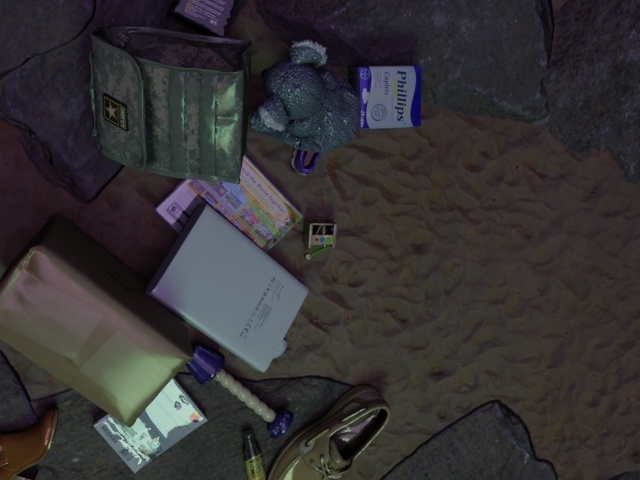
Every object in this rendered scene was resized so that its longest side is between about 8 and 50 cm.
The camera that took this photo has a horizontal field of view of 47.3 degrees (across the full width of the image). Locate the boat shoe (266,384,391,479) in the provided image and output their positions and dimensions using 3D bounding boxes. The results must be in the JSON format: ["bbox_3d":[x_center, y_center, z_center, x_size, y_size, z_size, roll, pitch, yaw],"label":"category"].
[{"bbox_3d":[0.014,0.464,1.613,0.341,0.110,0.121,-47,110,-2],"label":"boat shoe"}]

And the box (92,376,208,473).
[{"bbox_3d":[-0.354,0.374,1.528,0.186,0.038,0.145,-36,109,-5],"label":"box"}]

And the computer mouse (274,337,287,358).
[{"bbox_3d":[-0.138,0.180,1.543,0.106,0.042,0.193,-44,109,-4],"label":"computer mouse"}]

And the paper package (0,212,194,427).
[{"bbox_3d":[-0.410,0.129,1.313,0.325,0.309,0.168,41,91,-19],"label":"paper package"}]

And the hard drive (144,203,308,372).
[{"bbox_3d":[-0.174,0.099,1.449,0.307,0.040,0.203,42,66,-32],"label":"hard drive"}]

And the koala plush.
[{"bbox_3d":[-0.034,-0.268,1.346,0.203,0.221,0.196,33,90,17],"label":"koala plush"}]

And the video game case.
[{"bbox_3d":[-0.184,-0.057,1.488,0.206,0.026,0.227,-44,109,-3],"label":"video game case"}]

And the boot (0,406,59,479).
[{"bbox_3d":[-0.615,0.399,1.444,0.152,0.073,0.197,25,92,-15],"label":"boot"}]

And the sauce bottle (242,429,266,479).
[{"bbox_3d":[-0.149,0.478,1.607,0.042,0.042,0.128,-14,107,-12],"label":"sauce bottle"}]

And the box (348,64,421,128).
[{"bbox_3d":[0.131,-0.296,1.499,0.137,0.072,0.126,-5,104,-15],"label":"box"}]

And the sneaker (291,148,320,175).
[{"bbox_3d":[-0.007,-0.212,1.479,0.068,0.071,0.169,11,98,-18],"label":"sneaker"}]

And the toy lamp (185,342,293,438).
[{"bbox_3d":[-0.176,0.316,1.544,0.275,0.080,0.080,44,88,-19],"label":"toy lamp"}]

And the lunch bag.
[{"bbox_3d":[-0.275,-0.245,1.313,0.287,0.169,0.235,7,127,-2],"label":"lunch bag"}]

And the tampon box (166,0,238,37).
[{"bbox_3d":[-0.202,-0.466,1.341,0.101,0.120,0.161,22,95,-20],"label":"tampon box"}]

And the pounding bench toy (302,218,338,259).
[{"bbox_3d":[0.000,0.000,1.537,0.065,0.052,0.083,1,102,-16],"label":"pounding bench toy"}]
